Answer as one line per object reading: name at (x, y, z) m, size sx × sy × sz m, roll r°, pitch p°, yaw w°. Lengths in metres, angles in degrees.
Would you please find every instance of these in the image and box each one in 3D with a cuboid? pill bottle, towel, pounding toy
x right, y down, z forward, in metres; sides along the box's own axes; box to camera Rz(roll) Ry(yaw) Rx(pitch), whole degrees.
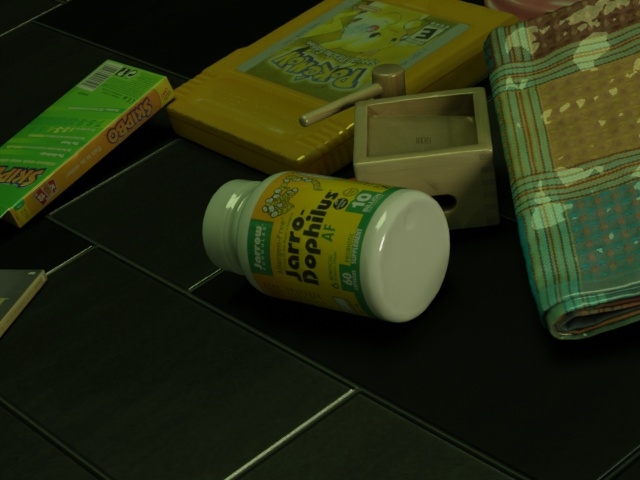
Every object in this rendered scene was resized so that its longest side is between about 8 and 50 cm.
pill bottle at (0.000, 0.000, 1.474) m, size 0.208 × 0.118 × 0.117 m, roll 11°, pitch 40°, yaw 37°
towel at (0.288, -0.096, 1.420) m, size 0.271 × 0.040 × 0.370 m, roll -18°, pitch 47°, yaw 13°
pounding toy at (0.074, -0.087, 1.594) m, size 0.181 × 0.094 × 0.206 m, roll -6°, pitch 31°, yaw 6°

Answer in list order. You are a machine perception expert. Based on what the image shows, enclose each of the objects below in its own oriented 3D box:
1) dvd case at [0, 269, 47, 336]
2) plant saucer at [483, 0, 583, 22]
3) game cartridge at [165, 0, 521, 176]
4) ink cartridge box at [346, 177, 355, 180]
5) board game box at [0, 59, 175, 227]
dvd case at (-0.387, 0.095, 1.603) m, size 0.164 × 0.018 × 0.221 m, roll 0°, pitch 34°, yaw 25°
plant saucer at (0.344, -0.320, 1.865) m, size 0.332 × 0.084 × 0.332 m, roll -12°, pitch 31°, yaw 7°
game cartridge at (0.018, -0.185, 1.833) m, size 0.323 × 0.053 × 0.285 m, roll -32°, pitch 34°, yaw -26°
ink cartridge box at (0.009, -0.035, 1.613) m, size 0.062 × 0.029 × 0.115 m, roll -11°, pitch 32°, yaw 8°
board game box at (-0.291, -0.105, 1.834) m, size 0.259 × 0.039 × 0.124 m, roll -41°, pitch 36°, yaw -23°
